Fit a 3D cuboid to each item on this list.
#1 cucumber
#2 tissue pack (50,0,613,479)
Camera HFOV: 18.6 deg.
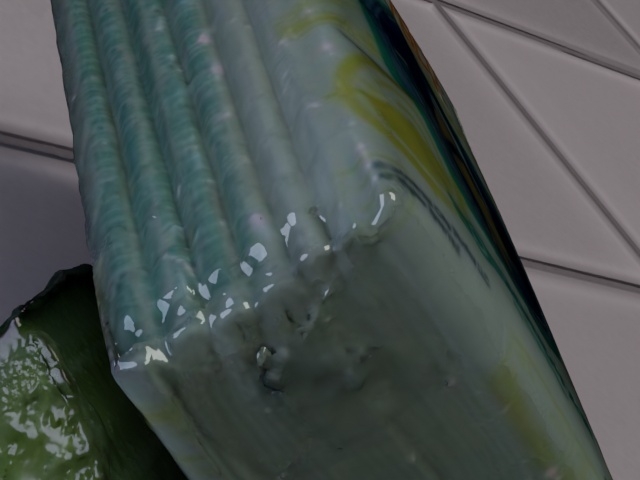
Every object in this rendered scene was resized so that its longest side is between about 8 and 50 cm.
[{"bbox_3d":[-0.105,0.080,0.839,0.115,0.086,0.193,51,18,-7],"label":"cucumber"},{"bbox_3d":[0.000,0.000,0.933,0.287,0.162,0.388,57,9,-36],"label":"tissue pack"}]
